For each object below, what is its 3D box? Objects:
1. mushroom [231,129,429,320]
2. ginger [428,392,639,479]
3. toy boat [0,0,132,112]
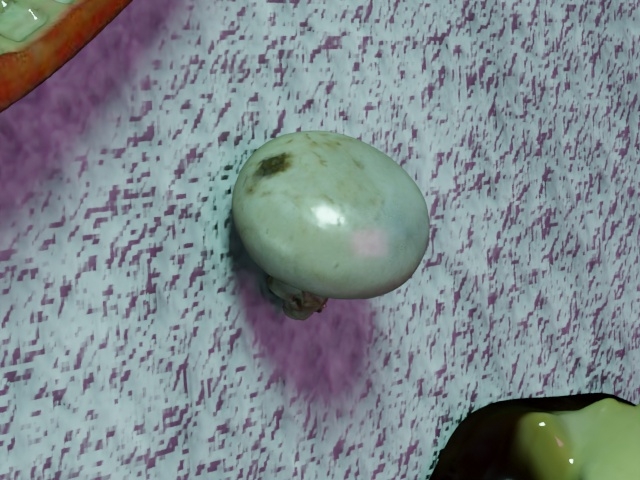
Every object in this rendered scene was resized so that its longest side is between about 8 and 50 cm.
[{"bbox_3d":[0.000,0.000,0.736,0.085,0.085,0.079,-20,145,-51],"label":"mushroom"},{"bbox_3d":[0.191,0.242,0.855,0.413,0.211,0.359,-6,95,-52],"label":"ginger"},{"bbox_3d":[-0.083,-0.162,0.619,0.136,0.079,0.392,58,46,-36],"label":"toy boat"}]
